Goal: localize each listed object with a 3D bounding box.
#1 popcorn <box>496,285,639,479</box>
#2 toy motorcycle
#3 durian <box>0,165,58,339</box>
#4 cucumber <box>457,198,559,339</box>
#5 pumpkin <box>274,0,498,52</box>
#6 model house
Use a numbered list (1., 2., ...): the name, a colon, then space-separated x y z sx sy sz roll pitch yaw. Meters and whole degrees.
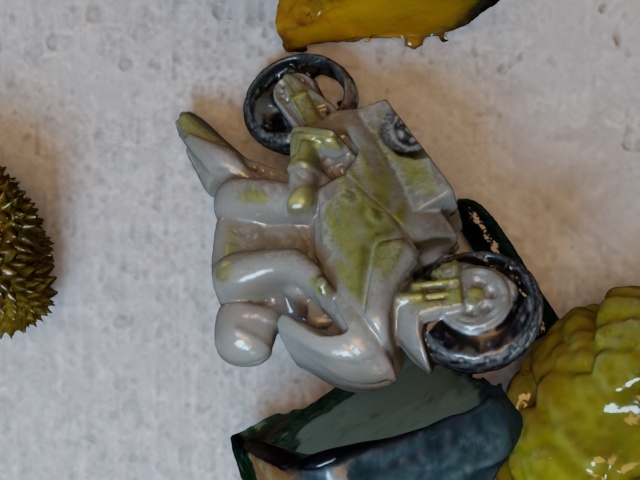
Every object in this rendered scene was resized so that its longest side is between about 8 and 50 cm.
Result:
1. popcorn: 0.246 0.157 1.052 0.200 0.203 0.226 -29 45 35
2. toy motorcycle: 0.000 0.000 1.026 0.223 0.108 0.341 -32 58 -5
3. durian: -0.282 0.000 1.056 0.158 0.168 0.137 33 78 15
4. cucumber: 0.151 0.020 1.110 0.032 0.032 0.133 -33 88 0
5. pumpkin: 0.018 -0.279 0.999 0.256 0.303 0.225 -11 83 25
6. model house: 0.060 0.250 1.002 0.184 0.253 0.291 -15 94 -18
